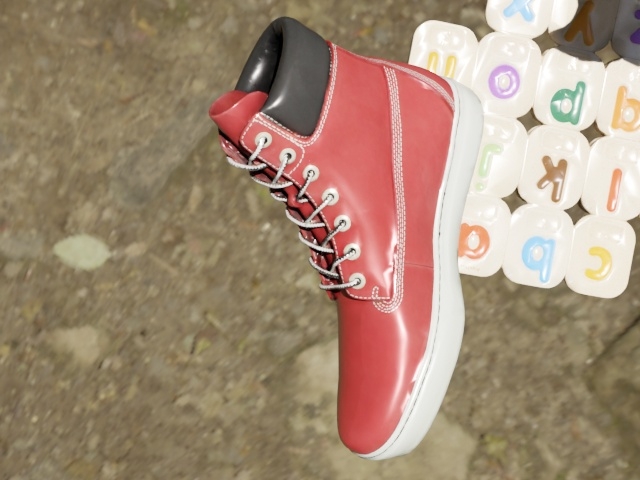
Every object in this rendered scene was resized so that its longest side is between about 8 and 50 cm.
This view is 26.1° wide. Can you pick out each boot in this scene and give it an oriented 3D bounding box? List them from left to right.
[{"bbox_3d":[0.000,0.000,0.813,0.176,0.088,0.244,15,76,-35],"label":"boot"}]

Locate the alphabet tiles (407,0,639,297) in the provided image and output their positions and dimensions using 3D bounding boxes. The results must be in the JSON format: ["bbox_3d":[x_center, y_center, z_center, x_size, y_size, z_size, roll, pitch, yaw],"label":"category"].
[{"bbox_3d":[0.207,-0.098,1.194,0.284,0.021,0.278,10,91,-7],"label":"alphabet tiles"}]
